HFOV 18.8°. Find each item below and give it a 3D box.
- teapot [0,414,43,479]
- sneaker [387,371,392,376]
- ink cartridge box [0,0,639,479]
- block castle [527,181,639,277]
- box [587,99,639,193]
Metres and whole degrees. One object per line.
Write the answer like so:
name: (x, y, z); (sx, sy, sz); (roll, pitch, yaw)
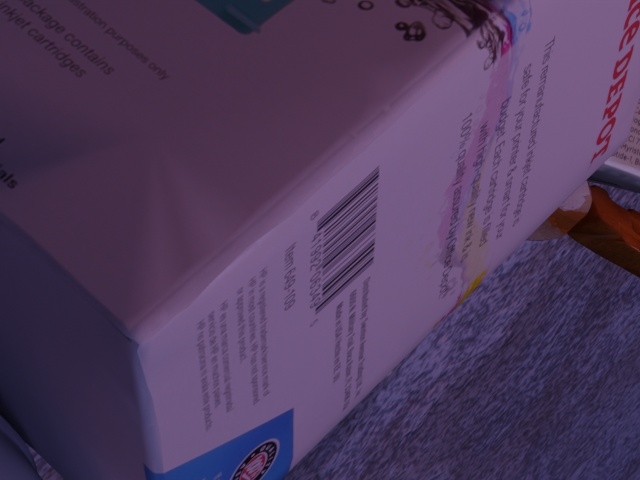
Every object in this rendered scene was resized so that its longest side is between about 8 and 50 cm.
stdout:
teapot: (-0.189, 0.115, 0.697); (0.256, 0.252, 0.187); (-44, -150, 48)
sneaker: (0.000, 0.000, 1.084); (0.126, 0.091, 0.240); (-68, 161, -7)
ink cartridge box: (-0.029, -0.063, 0.701); (0.270, 0.197, 0.198); (-42, 158, -22)
block castle: (0.305, -0.151, 1.095); (0.453, 0.303, 0.213); (-53, -165, 23)
box: (0.147, -0.165, 0.880); (0.113, 0.094, 0.275); (18, 89, -36)
